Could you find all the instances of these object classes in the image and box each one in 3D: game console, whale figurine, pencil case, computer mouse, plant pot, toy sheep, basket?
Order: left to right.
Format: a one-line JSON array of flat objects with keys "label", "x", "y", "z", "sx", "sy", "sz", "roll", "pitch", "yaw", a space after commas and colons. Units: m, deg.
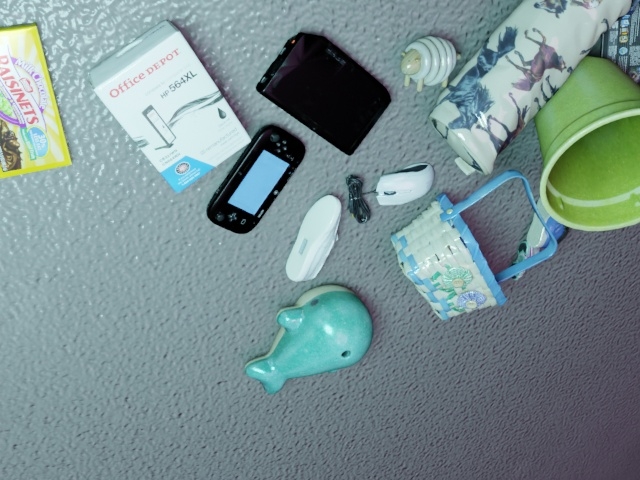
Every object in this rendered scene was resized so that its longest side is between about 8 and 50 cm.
[{"label": "game console", "x": -0.053, "y": -0.160, "z": 1.084, "sx": 0.213, "sy": 0.044, "sz": 0.361, "roll": 29, "pitch": 103, "yaw": -35}, {"label": "whale figurine", "x": -0.015, "y": 0.215, "z": 1.258, "sx": 0.272, "sy": 0.141, "sz": 0.216, "roll": -38, "pitch": 128, "yaw": -1}, {"label": "computer mouse", "x": 0.143, "y": -0.099, "z": 1.216, "sx": 0.193, "sy": 0.042, "sz": 0.105, "roll": -19, "pitch": 123, "yaw": -16}, {"label": "toy sheep", "x": 0.191, "y": -0.309, "z": 1.094, "sx": 0.132, "sy": 0.091, "sz": 0.091, "roll": -20, "pitch": 126, "yaw": -33}, {"label": "basket", "x": 0.313, "y": 0.016, "z": 1.266, "sx": 0.289, "sy": 0.201, "sz": 0.254, "roll": -36, "pitch": 127, "yaw": 9}, {"label": "pencil case", "x": 0.366, "y": -0.308, "z": 1.130, "sx": 0.410, "sy": 0.160, "sz": 0.184, "roll": -50, "pitch": 141, "yaw": 7}, {"label": "plant pot", "x": 0.516, "y": -0.202, "z": 1.180, "sx": 0.276, "sy": 0.253, "sz": 0.276, "roll": -2, "pitch": 136, "yaw": -2}]

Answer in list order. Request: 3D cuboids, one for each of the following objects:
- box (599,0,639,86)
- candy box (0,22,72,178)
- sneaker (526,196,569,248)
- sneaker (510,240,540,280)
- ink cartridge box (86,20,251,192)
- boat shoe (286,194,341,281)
[{"label": "box", "x": 0.663, "y": -0.356, "z": 1.236, "sx": 0.217, "sy": 0.060, "sz": 0.269, "roll": 1, "pitch": 126, "yaw": 20}, {"label": "candy box", "x": -0.428, "y": -0.193, "z": 0.890, "sx": 0.105, "sy": 0.027, "sz": 0.205, "roll": -16, "pitch": 124, "yaw": -21}, {"label": "sneaker", "x": 0.528, "y": -0.052, "z": 1.425, "sx": 0.085, "sy": 0.058, "sz": 0.152, "roll": 4, "pitch": 110, "yaw": -34}, {"label": "sneaker", "x": 0.486, "y": 0.050, "z": 1.474, "sx": 0.069, "sy": 0.038, "sz": 0.098, "roll": 3, "pitch": 116, "yaw": -27}, {"label": "ink cartridge box", "x": -0.224, "y": -0.198, "z": 0.950, "sx": 0.148, "sy": 0.086, "sz": 0.203, "roll": -36, "pitch": 128, "yaw": -3}, {"label": "boat shoe", "x": 0.000, "y": 0.000, "z": 1.193, "sx": 0.063, "sy": 0.066, "sz": 0.184, "roll": 6, "pitch": 113, "yaw": -44}]
